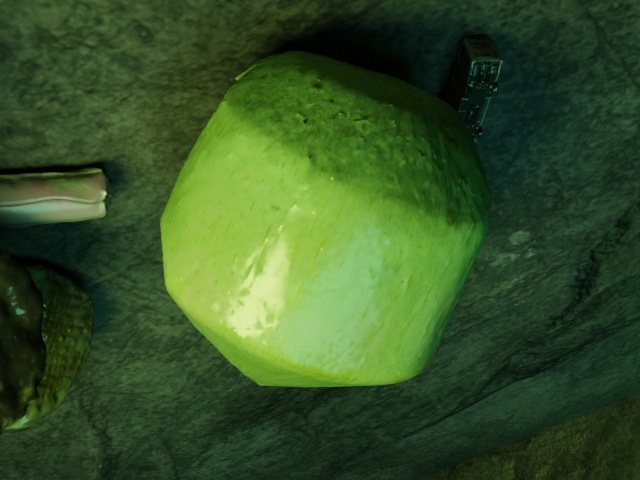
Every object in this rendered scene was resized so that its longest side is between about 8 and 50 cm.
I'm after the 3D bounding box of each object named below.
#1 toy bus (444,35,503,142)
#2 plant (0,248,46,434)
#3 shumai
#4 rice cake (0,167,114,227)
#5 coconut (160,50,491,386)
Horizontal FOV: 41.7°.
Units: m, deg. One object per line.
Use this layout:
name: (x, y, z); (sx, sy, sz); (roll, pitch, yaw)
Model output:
toy bus: (0.149, -0.145, 0.858); (0.037, 0.052, 0.131); (-6, 143, -11)
plant: (-0.399, 0.094, 0.757); (0.276, 0.188, 0.199); (1, -175, 22)
shumai: (-0.352, 0.108, 0.948); (0.142, 0.184, 0.184); (-1, 160, 35)
rice cake: (-0.327, -0.034, 0.783); (0.270, 0.049, 0.055); (-5, 145, -21)
coconut: (0.000, 0.000, 0.790); (0.328, 0.281, 0.328); (-44, 153, -30)
